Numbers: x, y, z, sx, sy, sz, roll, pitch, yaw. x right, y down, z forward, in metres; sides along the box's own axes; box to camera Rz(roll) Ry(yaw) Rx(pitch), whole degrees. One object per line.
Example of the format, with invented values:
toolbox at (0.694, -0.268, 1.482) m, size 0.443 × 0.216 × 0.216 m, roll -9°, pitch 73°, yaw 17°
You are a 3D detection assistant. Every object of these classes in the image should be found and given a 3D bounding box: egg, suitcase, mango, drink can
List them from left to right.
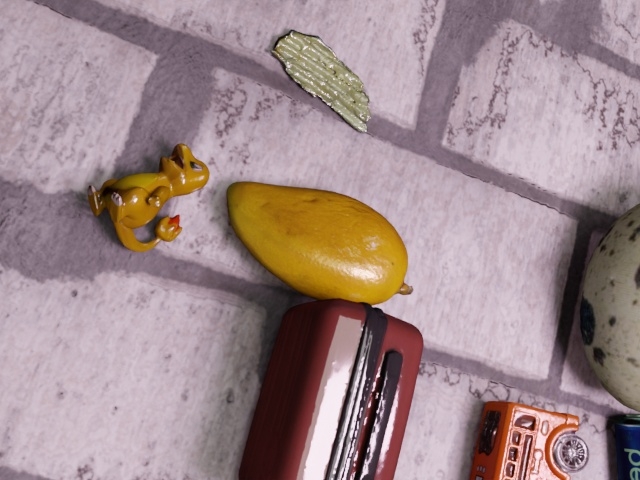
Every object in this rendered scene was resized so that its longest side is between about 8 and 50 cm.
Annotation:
mango at (0.000, 0.000, 1.117) m, size 0.317 × 0.119 × 0.176 m, roll 24°, pitch 57°, yaw -4°
suitcase at (0.011, 0.234, 1.028) m, size 0.161 × 0.236 × 0.297 m, roll 21°, pitch 76°, yaw -17°
drink can at (0.567, 0.401, 1.269) m, size 0.118 × 0.118 × 0.204 m, roll 3°, pitch 80°, yaw -20°
egg at (0.578, 0.099, 1.231) m, size 0.288 × 0.287 × 0.379 m, roll 35°, pitch 80°, yaw -12°

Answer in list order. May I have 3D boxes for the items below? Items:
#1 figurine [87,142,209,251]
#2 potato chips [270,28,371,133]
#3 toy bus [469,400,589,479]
figurine at (-0.230, -0.057, 1.074) m, size 0.176 × 0.121 × 0.122 m, roll -36°, pitch 123°, yaw -31°
potato chips at (0.015, -0.267, 1.219) m, size 0.207 × 0.028 × 0.092 m, roll 38°, pitch 73°, yaw -9°
toy bus at (0.302, 0.422, 1.161) m, size 0.153 × 0.143 × 0.329 m, roll 16°, pitch 77°, yaw -7°
